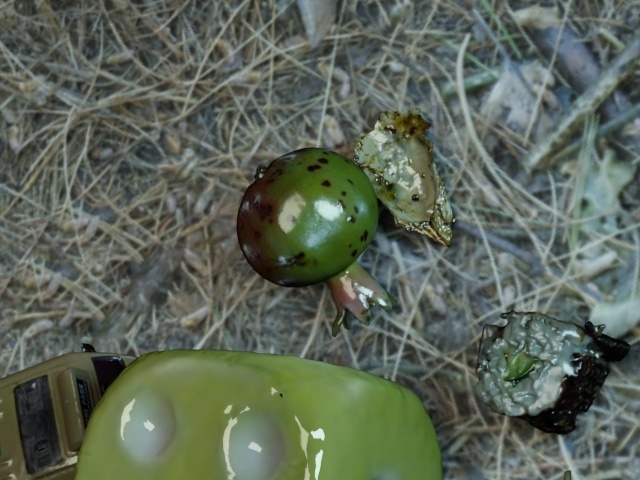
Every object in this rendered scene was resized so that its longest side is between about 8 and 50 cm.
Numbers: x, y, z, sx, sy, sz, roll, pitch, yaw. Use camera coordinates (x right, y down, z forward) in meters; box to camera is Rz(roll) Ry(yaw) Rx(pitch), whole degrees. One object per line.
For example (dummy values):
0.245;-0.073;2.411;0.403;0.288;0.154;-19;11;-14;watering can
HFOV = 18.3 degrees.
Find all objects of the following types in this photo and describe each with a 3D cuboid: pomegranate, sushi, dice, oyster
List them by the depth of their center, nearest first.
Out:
0.181;0.104;1.588;0.098;0.084;0.094;15;85;32;sushi
-0.050;0.219;1.591;0.233;0.227;0.238;0;77;29;dice
-0.003;-0.002;1.704;0.129;0.159;0.129;-20;28;11;pomegranate
0.074;-0.052;1.718;0.086;0.029;0.132;-14;73;29;oyster

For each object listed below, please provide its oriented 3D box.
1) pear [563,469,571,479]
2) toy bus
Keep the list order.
0.178;0.321;1.421;0.285;0.285;0.336;-37;60;13;pear
-0.273;0.196;1.746;0.289;0.157;0.139;-21;68;20;toy bus
